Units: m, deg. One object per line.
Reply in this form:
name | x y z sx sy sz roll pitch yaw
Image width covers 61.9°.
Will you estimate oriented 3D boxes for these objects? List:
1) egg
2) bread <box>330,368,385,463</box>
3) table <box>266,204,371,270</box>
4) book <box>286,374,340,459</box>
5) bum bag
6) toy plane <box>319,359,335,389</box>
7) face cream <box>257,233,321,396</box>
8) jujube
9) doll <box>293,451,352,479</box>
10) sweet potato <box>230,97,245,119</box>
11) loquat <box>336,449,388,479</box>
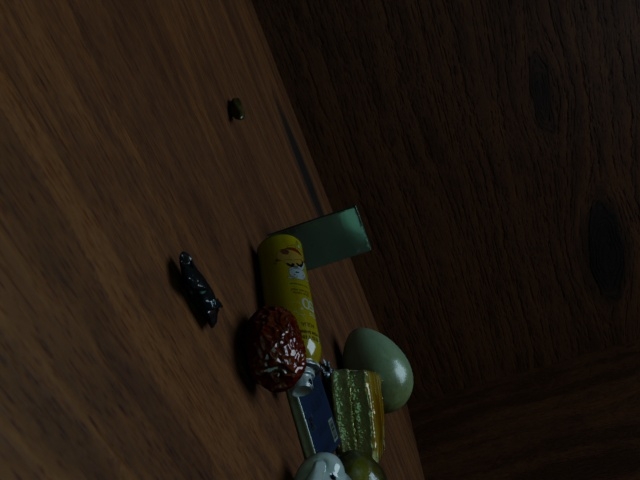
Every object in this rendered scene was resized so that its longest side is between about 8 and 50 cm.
egg | 0.181 0.423 1.765 0.295 0.218 0.218 66 4 29
bread | 0.110 0.473 1.436 0.239 0.111 0.246 45 39 -69
table | 0.000 0.000 1.393 0.111 0.240 0.121 -48 120 -81
book | -0.013 0.391 1.190 0.269 0.025 0.190 34 37 -77
bum bag | -0.172 0.074 0.764 0.058 0.034 0.124 -114 180 -55
toy plane | 0.023 0.368 1.469 0.078 0.031 0.083 37 29 -49
face cream | -0.064 0.150 1.098 0.105 0.105 0.348 62 12 -50
jujube | -0.082 0.180 0.926 0.176 0.109 0.112 -111 -145 -64
doll | -0.001 0.429 0.865 0.110 0.107 0.181 63 8 -5
sweet potato | -0.224 -0.354 1.427 0.153 0.038 0.041 -111 -158 -58
loquat | 0.076 0.520 1.071 0.195 0.152 0.152 63 8 -1
